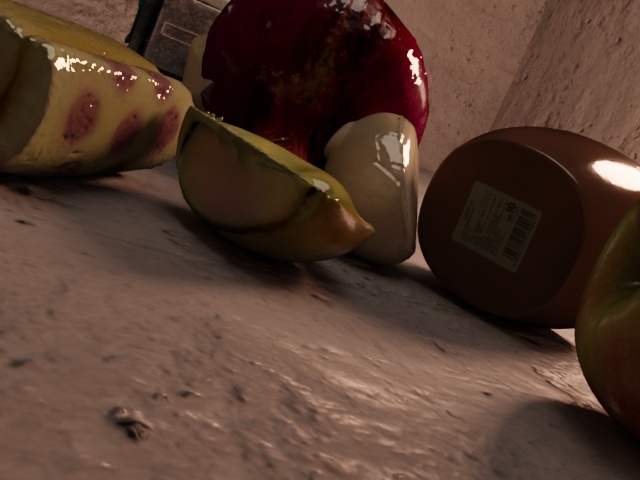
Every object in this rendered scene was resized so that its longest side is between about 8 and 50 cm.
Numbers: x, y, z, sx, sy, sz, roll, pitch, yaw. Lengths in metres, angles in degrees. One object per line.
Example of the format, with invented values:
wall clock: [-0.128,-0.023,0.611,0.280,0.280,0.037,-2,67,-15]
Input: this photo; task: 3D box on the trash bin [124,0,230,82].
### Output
trash bin: [-0.318,-0.416,1.829,0.259,0.295,0.381,20,1,-14]

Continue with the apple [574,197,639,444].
apple: [0.407,0.078,0.749,0.277,0.319,0.319,29,11,1]

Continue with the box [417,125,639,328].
box: [0.292,-0.017,1.089,0.301,0.301,0.216,30,19,33]

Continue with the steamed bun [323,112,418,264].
steamed bun: [0.070,-0.076,1.098,0.130,0.228,0.177,-2,-36,11]

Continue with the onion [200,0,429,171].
onion: [-0.022,-0.207,1.247,0.398,0.398,0.420,23,36,-3]

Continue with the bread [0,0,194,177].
bread: [-0.281,-0.151,0.826,0.187,0.155,0.338,33,9,6]

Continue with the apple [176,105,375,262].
apple: [-0.050,-0.039,0.879,0.265,0.120,0.193,36,4,42]

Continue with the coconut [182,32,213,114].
coconut: [-0.152,-0.317,1.567,0.244,0.247,0.245,6,-2,0]
